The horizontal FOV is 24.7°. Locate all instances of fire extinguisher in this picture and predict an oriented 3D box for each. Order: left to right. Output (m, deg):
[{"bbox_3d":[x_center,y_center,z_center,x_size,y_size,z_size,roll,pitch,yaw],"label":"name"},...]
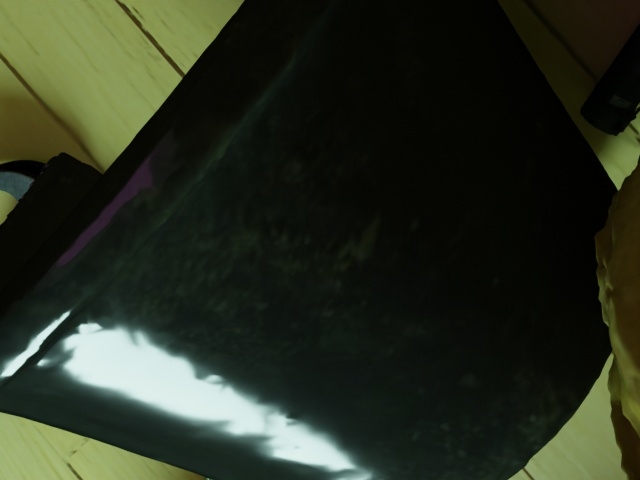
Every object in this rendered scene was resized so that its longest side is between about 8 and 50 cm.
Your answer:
[{"bbox_3d":[0.172,-0.093,0.773,0.038,0.025,0.083,52,126,33],"label":"fire extinguisher"}]

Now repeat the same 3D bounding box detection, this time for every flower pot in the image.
[{"bbox_3d":[0.000,0.000,0.735,0.251,0.379,0.379,41,124,-13],"label":"flower pot"}]

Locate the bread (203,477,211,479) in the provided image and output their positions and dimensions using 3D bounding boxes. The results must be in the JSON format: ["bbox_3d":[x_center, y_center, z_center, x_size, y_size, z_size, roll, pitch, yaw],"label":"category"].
[{"bbox_3d":[-0.007,0.175,0.950,0.156,0.064,0.117,29,116,16],"label":"bread"}]

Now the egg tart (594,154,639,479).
[{"bbox_3d":[0.239,0.073,0.649,0.341,0.341,0.129,54,142,-1],"label":"egg tart"}]

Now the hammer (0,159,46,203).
[{"bbox_3d":[-0.237,0.065,1.042,0.137,0.037,0.290,38,122,9],"label":"hammer"}]
